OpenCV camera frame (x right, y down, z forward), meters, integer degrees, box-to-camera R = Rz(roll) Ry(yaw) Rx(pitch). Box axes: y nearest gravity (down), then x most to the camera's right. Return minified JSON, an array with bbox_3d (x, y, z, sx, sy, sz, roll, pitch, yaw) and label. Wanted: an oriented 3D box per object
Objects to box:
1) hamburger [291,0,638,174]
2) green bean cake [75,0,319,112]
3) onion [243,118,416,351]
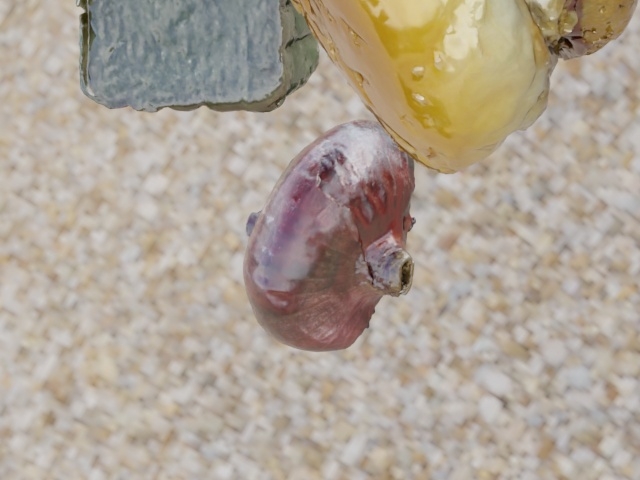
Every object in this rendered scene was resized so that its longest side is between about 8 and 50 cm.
[{"bbox_3d":[0.053,-0.165,0.949,0.163,0.244,0.244,-36,44,0],"label":"hamburger"},{"bbox_3d":[-0.090,-0.190,1.467,0.173,0.094,0.181,2,103,23],"label":"green bean cake"},{"bbox_3d":[0.000,0.000,1.575,0.151,0.098,0.206,40,115,50],"label":"onion"}]
